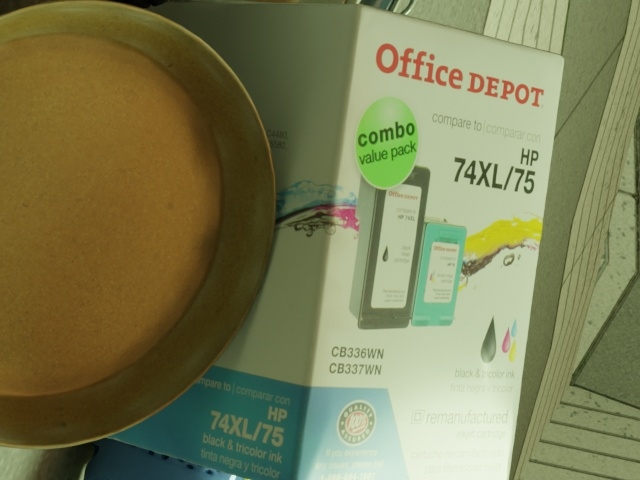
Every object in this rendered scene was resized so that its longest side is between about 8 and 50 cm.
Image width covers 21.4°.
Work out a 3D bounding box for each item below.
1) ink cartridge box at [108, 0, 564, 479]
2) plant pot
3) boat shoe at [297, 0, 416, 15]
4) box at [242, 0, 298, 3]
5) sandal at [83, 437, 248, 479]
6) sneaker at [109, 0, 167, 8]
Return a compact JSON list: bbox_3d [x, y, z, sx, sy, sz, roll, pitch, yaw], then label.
[{"bbox_3d":[0.000,0.000,1.037,0.198,0.197,0.270,6,92,-46],"label":"ink cartridge box"},{"bbox_3d":[-0.133,-0.009,0.873,0.236,0.032,0.236,-11,111,-28],"label":"plant pot"},{"bbox_3d":[0.020,-0.185,1.248,0.254,0.095,0.079,-68,162,-4],"label":"boat shoe"},{"bbox_3d":[-0.010,-0.232,1.100,0.201,0.021,0.164,-37,143,-30],"label":"box"},{"bbox_3d":[-0.090,0.080,1.179,0.138,0.126,0.317,65,39,-62],"label":"sandal"},{"bbox_3d":[-0.107,-0.245,0.806,0.283,0.107,0.124,92,12,-61],"label":"sneaker"}]
